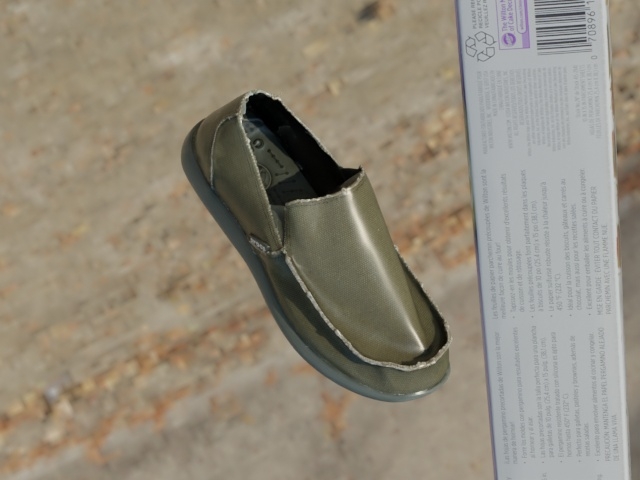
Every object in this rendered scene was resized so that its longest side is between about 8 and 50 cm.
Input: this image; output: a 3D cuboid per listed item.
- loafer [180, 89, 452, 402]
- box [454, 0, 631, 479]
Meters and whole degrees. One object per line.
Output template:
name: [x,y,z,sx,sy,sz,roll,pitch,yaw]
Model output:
loafer: [0.000,0.000,1.201,0.094,0.251,0.087,-33,166,-36]
box: [0.104,0.011,0.812,0.067,0.324,0.063,-3,-154,11]
